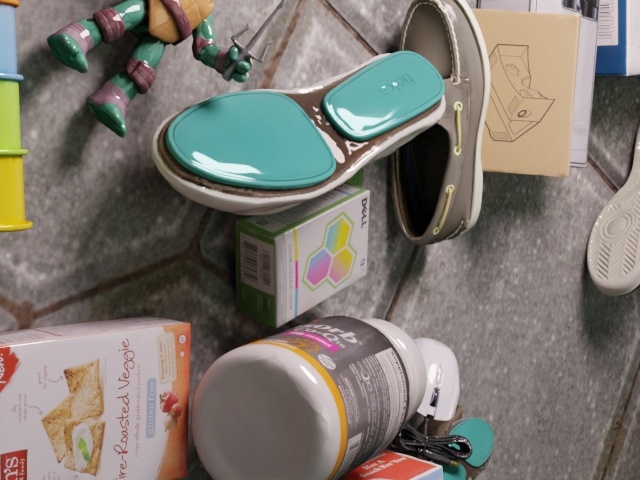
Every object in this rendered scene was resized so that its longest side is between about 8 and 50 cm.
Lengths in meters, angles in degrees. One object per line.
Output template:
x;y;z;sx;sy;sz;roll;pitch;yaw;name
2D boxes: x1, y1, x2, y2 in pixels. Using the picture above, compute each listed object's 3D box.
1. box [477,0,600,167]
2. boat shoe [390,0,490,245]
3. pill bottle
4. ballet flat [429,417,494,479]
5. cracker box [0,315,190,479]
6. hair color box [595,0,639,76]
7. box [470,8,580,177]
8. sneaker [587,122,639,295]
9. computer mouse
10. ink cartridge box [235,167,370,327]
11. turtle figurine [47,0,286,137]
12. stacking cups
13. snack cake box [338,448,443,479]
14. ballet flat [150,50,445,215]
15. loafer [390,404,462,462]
0.282;-0.244;1.667;0.169;0.087;0.289;3;93;-48;box
0.133;-0.143;1.503;0.091;0.109;0.304;-23;115;-49;boat shoe
0.000;0.165;1.327;0.278;0.162;0.162;-14;105;-64;pill bottle
0.153;0.276;1.529;0.188;0.070;0.070;-37;122;-57;ballet flat
-0.227;0.159;1.181;0.232;0.067;0.155;-4;98;-47;cracker box
0.492;-0.334;1.870;0.347;0.105;0.173;-12;104;-46;hair color box
0.232;-0.183;1.577;0.021;0.165;0.201;-9;103;-80;box
0.517;-0.040;1.915;0.148;0.131;0.350;48;61;-34;sneaker
0.132;0.179;1.525;0.106;0.042;0.193;18;42;-12;computer mouse
0.000;0.000;1.393;0.209;0.062;0.109;-28;130;-42;ink cartridge box
-0.135;-0.214;1.199;0.234;0.118;0.175;-43;110;-17;turtle figurine
-0.288;-0.164;1.053;0.096;0.096;0.316;-7;100;-47;stacking cups
-0.005;0.303;1.378;0.264;0.152;0.089;-14;106;-45;snack cake box
-0.023;-0.093;1.329;0.400;0.139;0.139;-25;112;-42;ballet flat
0.137;0.260;1.596;0.148;0.056;0.050;-37;114;-38;loafer
